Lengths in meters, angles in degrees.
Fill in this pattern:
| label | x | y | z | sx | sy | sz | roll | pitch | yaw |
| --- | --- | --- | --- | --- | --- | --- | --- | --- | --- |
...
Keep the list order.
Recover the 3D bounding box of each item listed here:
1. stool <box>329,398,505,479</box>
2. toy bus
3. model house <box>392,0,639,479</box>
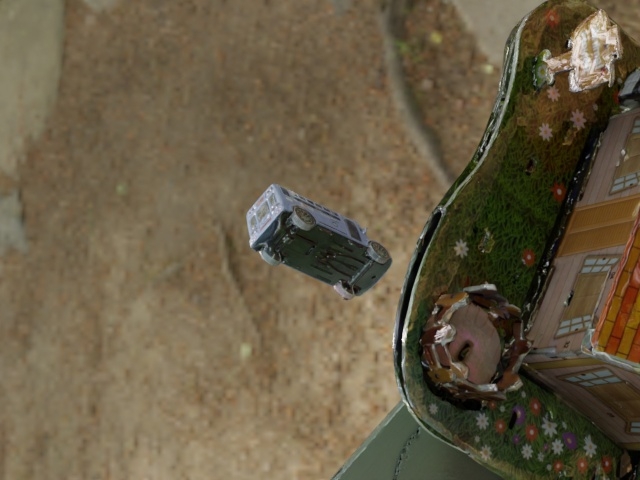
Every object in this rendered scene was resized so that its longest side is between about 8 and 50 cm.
| label | x | y | z | sx | sy | sz | roll | pitch | yaw |
| --- | --- | --- | --- | --- | --- | --- | --- | --- | --- |
| stool | 0.145 | 0.213 | 1.047 | 0.269 | 0.170 | 0.244 | -46 | 27 | -10 |
| toy bus | 0.000 | 0.000 | 1.694 | 0.073 | 0.167 | 0.076 | -48 | 37 | 24 |
| model house | 0.189 | 0.001 | 0.813 | 0.154 | 0.207 | 0.293 | -13 | 46 | 52 |
